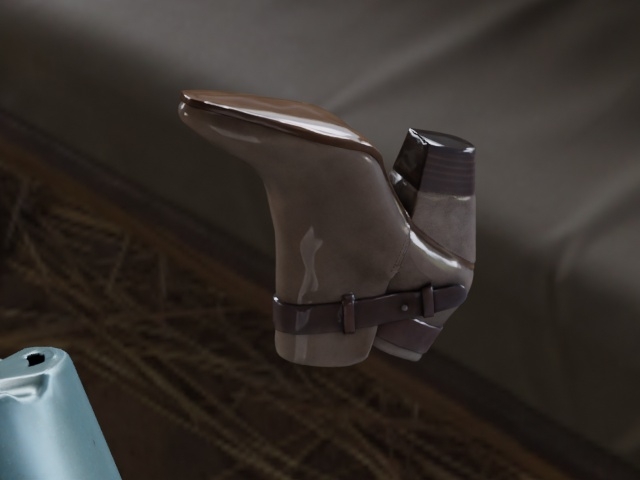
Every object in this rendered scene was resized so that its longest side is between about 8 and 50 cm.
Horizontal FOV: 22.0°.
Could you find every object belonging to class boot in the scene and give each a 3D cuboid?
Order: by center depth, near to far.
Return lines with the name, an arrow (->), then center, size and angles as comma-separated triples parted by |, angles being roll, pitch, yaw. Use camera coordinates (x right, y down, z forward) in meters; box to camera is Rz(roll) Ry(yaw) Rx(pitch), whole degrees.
boot -> 0.000, 0.000, 0.556 | 0.118, 0.087, 0.042 | 11, 20, -18

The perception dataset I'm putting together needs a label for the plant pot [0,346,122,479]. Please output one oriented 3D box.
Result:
plant pot -> -0.269, 0.279, 1.288 | 0.341, 0.334, 0.341 | -15, 9, 2
